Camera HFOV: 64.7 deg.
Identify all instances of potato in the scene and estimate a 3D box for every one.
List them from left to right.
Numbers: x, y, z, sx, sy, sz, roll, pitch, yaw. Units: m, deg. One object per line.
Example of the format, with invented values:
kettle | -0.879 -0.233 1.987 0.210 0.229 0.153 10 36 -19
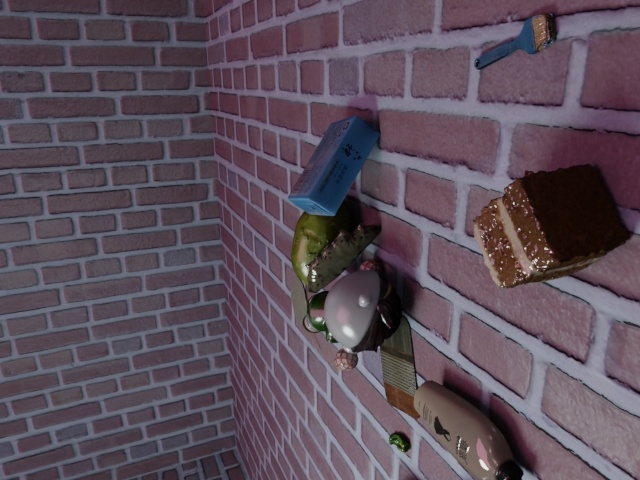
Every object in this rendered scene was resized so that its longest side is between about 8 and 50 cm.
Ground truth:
potato | 0.000 0.000 1.346 0.149 0.186 0.253 9 77 33

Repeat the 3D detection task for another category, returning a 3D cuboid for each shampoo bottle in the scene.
shampoo bottle | 0.277 0.367 0.958 0.257 0.078 0.127 32 123 59

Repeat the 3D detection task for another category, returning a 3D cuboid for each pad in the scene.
pad | 0.134 0.306 1.308 0.323 0.055 0.249 -5 94 50

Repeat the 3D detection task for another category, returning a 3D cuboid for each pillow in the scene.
pillow | 0.039 0.036 1.238 0.241 0.093 0.051 -45 33 13

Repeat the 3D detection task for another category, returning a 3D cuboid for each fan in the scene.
fan | -0.057 0.271 1.812 0.182 0.010 0.310 105 151 -45

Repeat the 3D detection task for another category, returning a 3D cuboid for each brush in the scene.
brush | 0.292 -0.297 0.775 0.164 0.014 0.051 175 88 -69

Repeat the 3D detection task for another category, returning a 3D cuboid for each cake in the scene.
cake | 0.304 -0.014 0.697 0.147 0.135 0.134 128 130 -67

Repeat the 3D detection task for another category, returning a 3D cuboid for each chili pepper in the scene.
chili pepper | 0.195 0.506 1.270 0.034 0.030 0.091 57 161 -7

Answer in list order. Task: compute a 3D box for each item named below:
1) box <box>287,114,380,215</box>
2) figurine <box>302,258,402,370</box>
box | 0.029 -0.175 1.208 0.232 0.083 0.143 -60 22 -9
figurine | 0.063 0.171 1.228 0.370 0.167 0.281 -20 49 63
